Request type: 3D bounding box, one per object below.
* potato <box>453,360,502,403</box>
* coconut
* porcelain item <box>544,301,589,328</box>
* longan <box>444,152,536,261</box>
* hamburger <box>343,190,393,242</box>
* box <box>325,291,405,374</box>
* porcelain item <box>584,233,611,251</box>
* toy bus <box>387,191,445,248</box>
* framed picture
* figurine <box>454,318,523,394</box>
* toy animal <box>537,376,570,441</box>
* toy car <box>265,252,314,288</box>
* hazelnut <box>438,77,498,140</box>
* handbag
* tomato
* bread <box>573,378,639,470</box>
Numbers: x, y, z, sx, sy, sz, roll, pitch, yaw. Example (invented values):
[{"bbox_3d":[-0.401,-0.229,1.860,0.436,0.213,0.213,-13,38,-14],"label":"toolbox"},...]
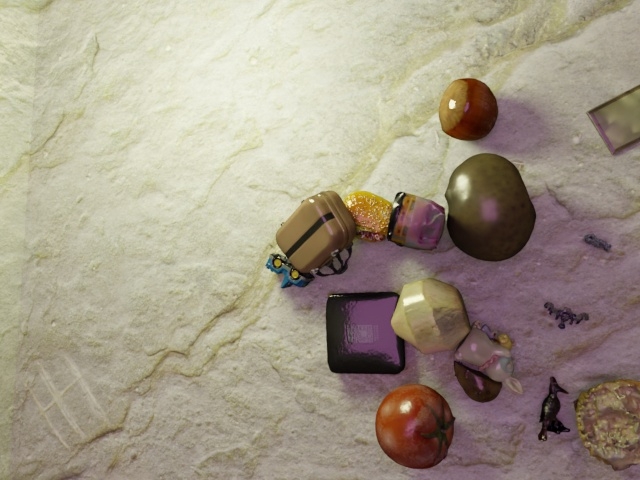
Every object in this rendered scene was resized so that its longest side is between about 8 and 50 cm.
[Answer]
[{"bbox_3d":[0.512,0.485,1.625,0.172,0.089,0.100,26,97,16],"label":"potato"},{"bbox_3d":[0.360,0.256,1.616,0.259,0.259,0.259,-1,86,17],"label":"coconut"},{"bbox_3d":[0.798,0.256,1.588,0.136,0.021,0.075,17,95,18],"label":"porcelain item"},{"bbox_3d":[0.540,-0.106,1.559,0.288,0.288,0.350,-10,85,16],"label":"longan"},{"bbox_3d":[0.171,-0.085,1.757,0.210,0.116,0.173,25,92,16],"label":"hamburger"},{"bbox_3d":[0.162,0.333,1.754,0.289,0.073,0.290,-4,85,16],"label":"box"},{"bbox_3d":[0.897,0.007,1.572,0.083,0.028,0.036,32,79,18],"label":"porcelain item"},{"bbox_3d":[0.319,-0.055,1.572,0.162,0.386,0.171,13,91,13],"label":"toy bus"},{"bbox_3d":[1.016,-0.405,1.572,0.231,0.010,0.173,-26,79,14],"label":"framed picture"},{"bbox_3d":[0.577,0.387,1.595,0.235,0.127,0.155,35,60,12],"label":"figurine"},{"bbox_3d":[0.746,0.542,1.561,0.105,0.070,0.202,14,80,-25],"label":"toy animal"},{"bbox_3d":[-0.126,0.126,1.845,0.191,0.097,0.100,31,101,17],"label":"toy car"},{"bbox_3d":[0.508,-0.441,1.651,0.214,0.176,0.214,-1,100,-8],"label":"hazelnut"},{"bbox_3d":[0.000,0.000,1.733,0.283,0.149,0.302,55,133,8],"label":"handbag"},{"bbox_3d":[0.304,0.610,1.599,0.265,0.265,0.265,-1,86,17],"label":"tomato"},{"bbox_3d":[0.915,0.545,1.466,0.274,0.149,0.274,1,93,18],"label":"bread"}]
